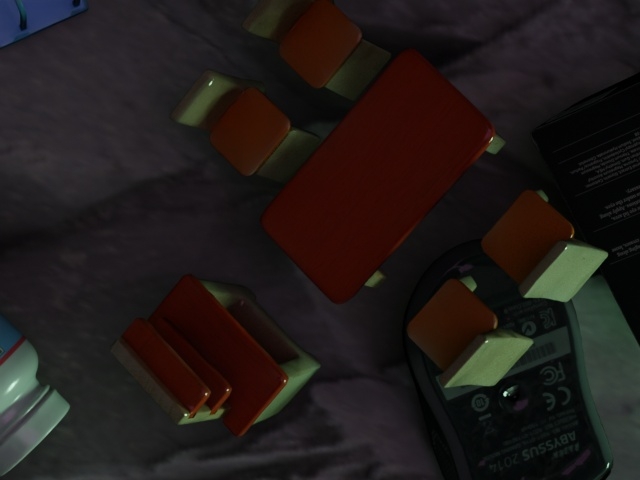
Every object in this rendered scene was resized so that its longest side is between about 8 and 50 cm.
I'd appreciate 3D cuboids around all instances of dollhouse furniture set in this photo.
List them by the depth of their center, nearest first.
[{"bbox_3d":[0.000,0.000,1.081,0.262,0.135,0.259,45,105,19],"label":"dollhouse furniture set"}]

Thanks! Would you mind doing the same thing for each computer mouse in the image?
[{"bbox_3d":[0.123,0.125,1.188,0.189,0.072,0.272,-15,104,-8],"label":"computer mouse"}]

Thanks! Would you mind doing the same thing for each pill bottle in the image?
[{"bbox_3d":[-0.242,0.074,1.113,0.087,0.087,0.160,-45,97,-6],"label":"pill bottle"}]

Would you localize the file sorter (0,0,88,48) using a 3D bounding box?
[{"bbox_3d":[-0.249,-0.173,1.102,0.170,0.104,0.118,-26,95,-9],"label":"file sorter"}]

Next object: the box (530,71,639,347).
[{"bbox_3d":[0.301,-0.051,1.126,0.261,0.103,0.184,-24,93,32],"label":"box"}]
